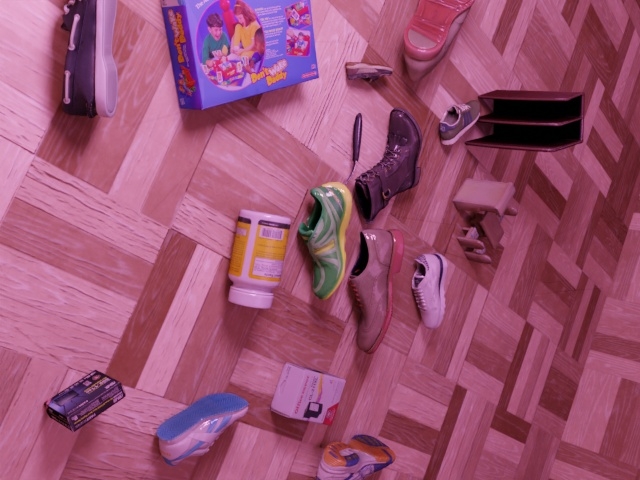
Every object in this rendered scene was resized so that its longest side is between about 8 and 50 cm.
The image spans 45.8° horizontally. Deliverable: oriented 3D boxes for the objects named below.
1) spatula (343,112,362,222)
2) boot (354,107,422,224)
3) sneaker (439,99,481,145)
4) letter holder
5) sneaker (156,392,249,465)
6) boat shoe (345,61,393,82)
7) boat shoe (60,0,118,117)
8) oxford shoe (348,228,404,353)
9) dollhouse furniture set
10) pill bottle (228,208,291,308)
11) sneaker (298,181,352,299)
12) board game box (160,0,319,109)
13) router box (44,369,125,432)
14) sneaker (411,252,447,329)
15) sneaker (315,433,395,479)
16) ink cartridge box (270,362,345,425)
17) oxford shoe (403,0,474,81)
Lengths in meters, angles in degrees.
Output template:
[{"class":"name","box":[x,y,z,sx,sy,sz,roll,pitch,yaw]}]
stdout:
[{"class":"spatula","box":[0.077,-0.183,1.930,0.030,0.084,0.297,14,80,-16]},{"class":"boot","box":[0.173,-0.197,2.010,0.229,0.091,0.263,-34,124,-39]},{"class":"sneaker","box":[0.413,-0.372,2.247,0.192,0.064,0.086,-49,136,-24]},{"class":"letter holder","box":[0.605,-0.361,2.284,0.214,0.301,0.152,-21,114,-43]},{"class":"sneaker","box":[-0.260,0.417,1.695,0.228,0.087,0.092,-21,121,-35]},{"class":"boat shoe","box":[0.123,-0.427,1.933,0.152,0.056,0.049,-4,107,-37]},{"class":"boat shoe","box":[-0.409,-0.368,1.326,0.114,0.091,0.303,-106,-161,-86]},{"class":"oxford shoe","box":[0.125,0.134,2.046,0.130,0.123,0.348,7,96,-22]},{"class":"dollhouse furniture set","box":[0.545,-0.072,2.392,0.212,0.161,0.242,-56,134,-23]},{"class":"pill bottle","box":[-0.141,0.041,1.702,0.119,0.119,0.209,9,93,-48]},{"class":"sneaker","box":[0.000,0.000,1.879,0.123,0.109,0.296,0,103,-22]},{"class":"board game box","box":[-0.158,-0.428,1.603,0.347,0.078,0.233,-25,117,-42]},{"class":"router box","box":[-0.449,0.304,1.447,0.122,0.092,0.038,-34,123,-38]},{"class":"sneaker","box":[0.315,0.154,2.266,0.094,0.090,0.235,-7,101,-33]},{"class":"sneaker","box":[0.089,0.630,2.125,0.296,0.112,0.131,10,109,-47]},{"class":"ink cartridge box","box":[-0.030,0.395,1.941,0.175,0.072,0.128,25,81,-48]},{"class":"oxford shoe","box":[0.320,-0.599,2.078,0.397,0.140,0.146,-55,164,-30]}]
